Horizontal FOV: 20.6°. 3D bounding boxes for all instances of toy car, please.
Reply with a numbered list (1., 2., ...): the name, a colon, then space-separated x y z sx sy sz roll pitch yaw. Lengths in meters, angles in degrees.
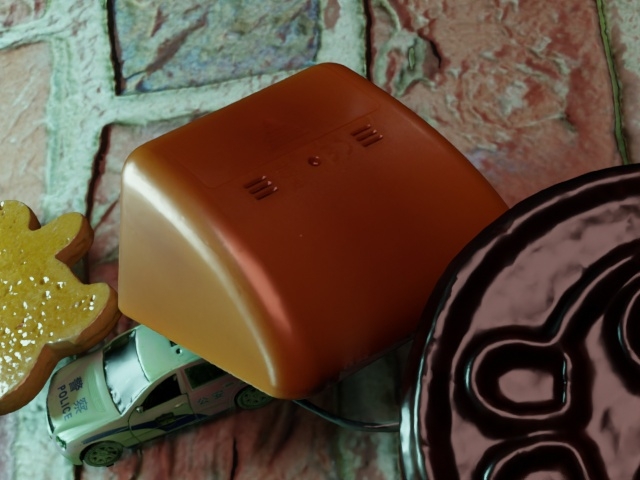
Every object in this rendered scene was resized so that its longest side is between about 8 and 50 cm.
1. toy car: -0.125 0.107 1.451 0.224 0.076 0.090 -21 53 0

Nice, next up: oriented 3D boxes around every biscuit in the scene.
1. biscuit: 0.256 0.130 1.235 0.407 0.091 0.407 -2 74 5
2. biscuit: -0.260 0.045 1.541 0.165 0.036 0.250 -38 40 -3

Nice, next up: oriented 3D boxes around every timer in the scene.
1. timer: 0.000 0.000 1.390 0.257 0.161 0.250 -27 46 -30

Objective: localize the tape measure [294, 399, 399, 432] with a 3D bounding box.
1. tape measure: 0.093 0.095 1.391 0.330 0.084 0.164 16 59 26
